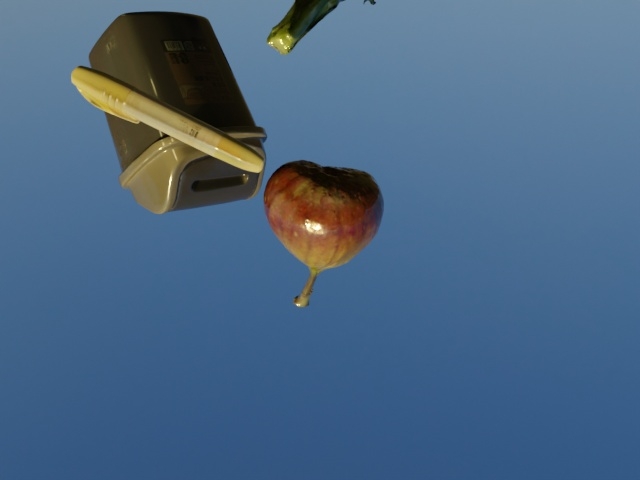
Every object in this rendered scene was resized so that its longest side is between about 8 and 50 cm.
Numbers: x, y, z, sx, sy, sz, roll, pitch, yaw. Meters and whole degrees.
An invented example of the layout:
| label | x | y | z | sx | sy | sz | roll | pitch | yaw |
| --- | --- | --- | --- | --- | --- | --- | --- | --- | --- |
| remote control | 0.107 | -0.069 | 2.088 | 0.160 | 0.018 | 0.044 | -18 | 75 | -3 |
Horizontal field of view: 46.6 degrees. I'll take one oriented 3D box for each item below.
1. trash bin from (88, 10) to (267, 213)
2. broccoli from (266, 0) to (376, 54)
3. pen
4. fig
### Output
| label | x | y | z | sx | sy | sz | roll | pitch | yaw |
| --- | --- | --- | --- | --- | --- | --- | --- | --- | --- |
| trash bin | -0.214 | -0.187 | 1.124 | 0.210 | 0.290 | 0.182 | -14 | 168 | -43 |
| broccoli | 0.000 | -0.508 | 1.540 | 0.304 | 0.145 | 0.165 | -52 | -143 | -5 |
| pen | -0.168 | -0.128 | 0.814 | 0.234 | 0.040 | 0.032 | 28 | -147 | 2 |
| fig | 0.001 | -0.017 | 1.029 | 0.161 | 0.230 | 0.143 | 4 | -120 | -2 |
